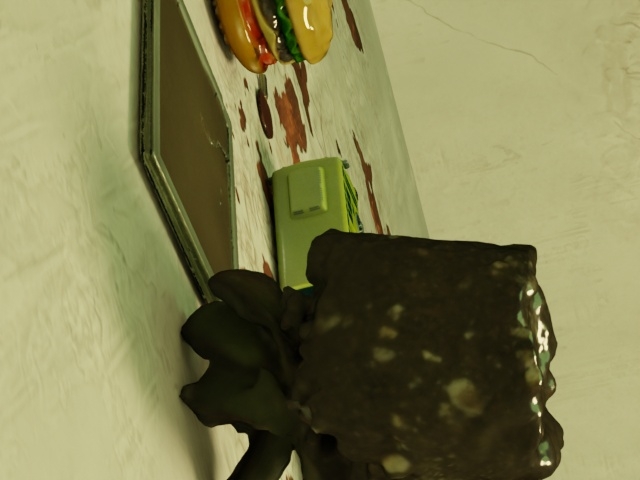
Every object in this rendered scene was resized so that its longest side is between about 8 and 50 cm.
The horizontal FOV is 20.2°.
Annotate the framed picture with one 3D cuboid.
[{"bbox_3d":[-0.108,-0.084,1.483,0.293,0.018,0.231,-95,168,-47],"label":"framed picture"}]

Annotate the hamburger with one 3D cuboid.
[{"bbox_3d":[-0.050,-0.248,1.812,0.162,0.115,0.162,-13,90,-85],"label":"hamburger"}]

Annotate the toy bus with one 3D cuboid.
[{"bbox_3d":[0.000,0.000,1.849,0.101,0.088,0.175,65,15,-50],"label":"toy bus"}]

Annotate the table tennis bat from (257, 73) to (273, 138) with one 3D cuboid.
[{"bbox_3d":[-0.061,-0.148,1.959,0.050,0.007,0.083,66,15,-52],"label":"table tennis bat"}]

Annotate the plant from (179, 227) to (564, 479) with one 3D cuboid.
[{"bbox_3d":[0.033,0.095,1.286,0.188,0.276,0.199,59,28,-53],"label":"plant"}]
